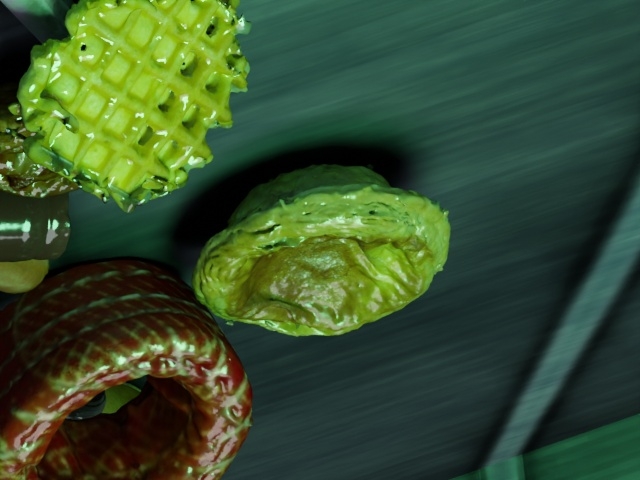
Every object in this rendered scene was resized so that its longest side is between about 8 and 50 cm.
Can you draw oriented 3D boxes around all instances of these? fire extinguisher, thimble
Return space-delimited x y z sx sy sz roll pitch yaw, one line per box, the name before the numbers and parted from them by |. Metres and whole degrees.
fire extinguisher | -0.427 -0.030 1.478 0.337 0.114 0.135 -2 177 -33
thimble | -0.272 0.207 1.859 0.350 0.230 0.350 -12 125 -18

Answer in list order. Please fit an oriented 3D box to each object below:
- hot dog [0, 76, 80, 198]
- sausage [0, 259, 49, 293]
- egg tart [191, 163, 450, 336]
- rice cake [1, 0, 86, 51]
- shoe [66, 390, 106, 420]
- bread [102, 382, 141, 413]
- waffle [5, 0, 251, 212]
hot dog | -0.270 -0.115 1.442 0.227 0.099 0.160 -14 156 -4
sausage | -0.385 0.014 1.669 0.076 0.076 0.197 -25 157 14
egg tart | 0.000 0.000 1.829 0.352 0.150 0.352 -11 152 -6
rice cake | -0.259 -0.220 1.267 0.049 0.055 0.270 -17 159 9
shoe | -0.377 0.172 1.998 0.228 0.099 0.125 22 118 -38
bread | -0.309 0.299 2.272 0.106 0.140 0.236 -26 159 9
waffle | -0.167 -0.138 1.357 0.280 0.060 0.262 -31 138 -38
